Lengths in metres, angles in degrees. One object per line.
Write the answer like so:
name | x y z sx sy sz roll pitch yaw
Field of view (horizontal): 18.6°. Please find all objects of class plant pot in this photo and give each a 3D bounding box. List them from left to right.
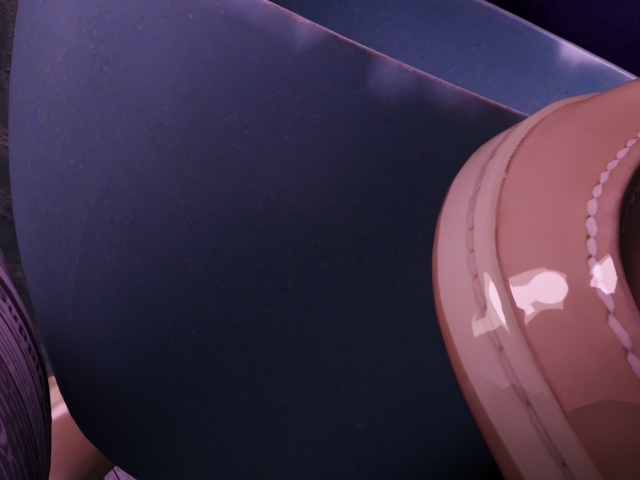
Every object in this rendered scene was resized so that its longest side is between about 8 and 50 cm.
plant pot | 0.000 0.000 0.751 0.195 0.290 0.290 -66 -8 13

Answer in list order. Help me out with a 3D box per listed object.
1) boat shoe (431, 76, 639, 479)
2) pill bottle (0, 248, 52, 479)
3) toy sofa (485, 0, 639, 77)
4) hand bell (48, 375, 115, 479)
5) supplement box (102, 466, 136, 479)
boat shoe | 0.134 -0.008 0.518 0.110 0.121 0.341 -29 0 29
pill bottle | -0.196 0.084 0.636 0.210 0.210 0.363 -30 16 3
toy sofa | 0.108 -0.129 0.967 0.150 0.362 0.177 -13 53 43
hand bell | -0.111 0.082 1.196 0.242 0.126 0.126 -39 4 -14
supplement box | -0.074 0.103 1.315 0.188 0.081 0.104 -28 2 29
